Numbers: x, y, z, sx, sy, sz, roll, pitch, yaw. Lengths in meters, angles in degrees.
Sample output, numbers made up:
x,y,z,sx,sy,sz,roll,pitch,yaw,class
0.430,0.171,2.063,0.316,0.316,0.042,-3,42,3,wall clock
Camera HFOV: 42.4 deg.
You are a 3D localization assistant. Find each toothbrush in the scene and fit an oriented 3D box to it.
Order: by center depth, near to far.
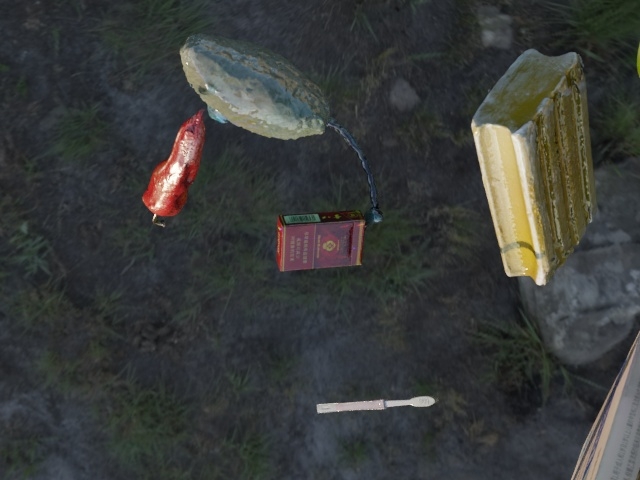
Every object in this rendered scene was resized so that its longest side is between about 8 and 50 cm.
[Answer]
x,y,z,sx,sy,sz,roll,pitch,yaw,class
0.074,0.223,1.126,0.194,0.017,0.014,-12,80,35,toothbrush

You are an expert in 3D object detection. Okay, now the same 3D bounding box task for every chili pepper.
x,y,z,sx,sy,sz,roll,pitch,yaw,class
-0.186,-0.078,1.060,0.059,0.051,0.268,10,150,-21,chili pepper

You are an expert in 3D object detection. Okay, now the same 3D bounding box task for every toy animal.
x,y,z,sx,sy,sz,roll,pitch,yaw,class
-0.018,-0.104,0.743,0.253,0.070,0.079,37,153,-27,toy animal

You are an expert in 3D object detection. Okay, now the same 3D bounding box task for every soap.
x,y,z,sx,sy,sz,roll,pitch,yaw,class
0.290,-0.092,1.089,0.089,0.173,0.274,16,144,36,soap

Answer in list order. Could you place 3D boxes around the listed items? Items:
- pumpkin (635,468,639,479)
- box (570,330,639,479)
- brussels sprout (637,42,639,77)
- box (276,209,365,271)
x,y,z,sx,sy,sz,roll,pitch,yaw,class
0.222,0.110,0.292,0.223,0.157,0.224,2,145,1,pumpkin
0.304,0.247,0.856,0.065,0.343,0.200,24,122,18,box
0.399,-0.207,0.726,0.210,0.219,0.271,-30,102,-31,brussels sprout
0.000,0.000,0.790,0.082,0.023,0.052,-5,123,-13,box
